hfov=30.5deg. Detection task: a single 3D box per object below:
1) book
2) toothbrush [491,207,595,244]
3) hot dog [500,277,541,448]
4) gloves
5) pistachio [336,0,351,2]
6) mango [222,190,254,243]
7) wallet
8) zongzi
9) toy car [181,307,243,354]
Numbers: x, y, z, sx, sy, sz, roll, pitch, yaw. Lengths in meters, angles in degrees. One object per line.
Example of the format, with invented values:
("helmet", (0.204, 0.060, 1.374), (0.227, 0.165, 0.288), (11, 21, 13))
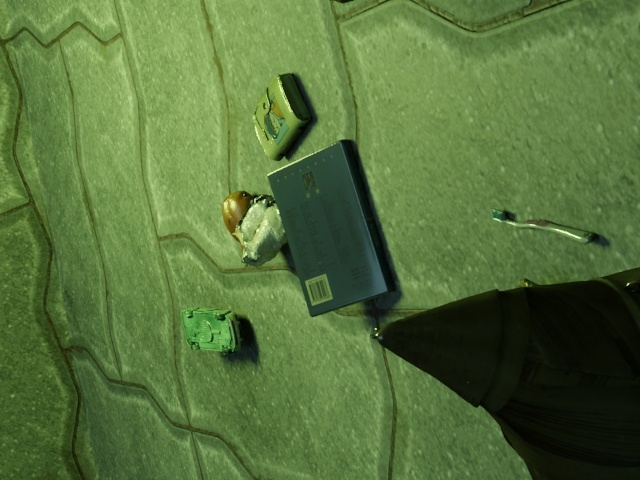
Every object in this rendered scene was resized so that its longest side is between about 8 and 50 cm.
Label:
("book", (0.015, -0.018, 2.010), (0.191, 0.025, 0.269), (-21, 84, 41))
("toothbrush", (0.293, -0.018, 1.563), (0.204, 0.017, 0.022), (21, 140, 58))
("hot dog", (0.302, 0.181, 1.575), (0.163, 0.082, 0.270), (29, 127, 53))
("gloves", (-0.103, -0.025, 2.239), (0.153, 0.070, 0.114), (-48, 52, 42))
("pistachio", (0.047, -0.434, 1.710), (0.135, 0.136, 0.226), (64, 145, 20))
("mango", (-0.152, -0.042, 2.334), (0.080, 0.060, 0.114), (6, 109, 41))
("wallet", (-0.075, -0.224, 2.124), (0.110, 0.039, 0.155), (66, 150, 15))
("zongzi", (0.231, 0.220, 1.325), (0.500, 0.467, 0.218), (104, 162, -45))
("toy car", (-0.230, 0.193, 2.581), (0.224, 0.076, 0.090), (0, 102, 54))
